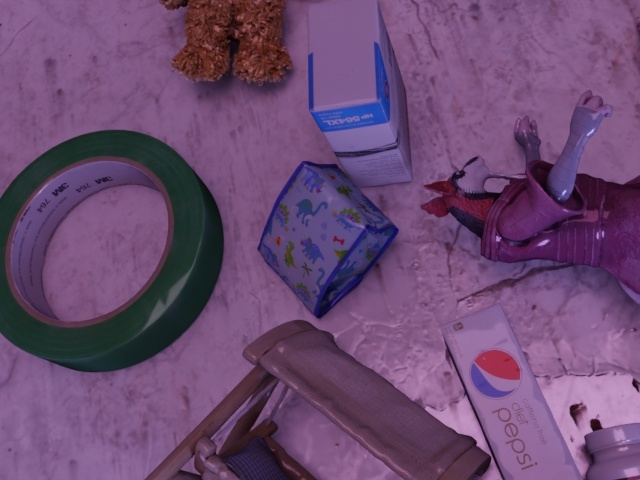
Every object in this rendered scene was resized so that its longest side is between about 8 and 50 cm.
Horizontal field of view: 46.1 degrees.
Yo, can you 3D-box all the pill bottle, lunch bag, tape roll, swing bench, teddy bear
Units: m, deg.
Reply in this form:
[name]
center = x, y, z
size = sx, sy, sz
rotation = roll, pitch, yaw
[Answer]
[pill bottle]
center = 0.313, 0.262, 0.739
size = 0.086, 0.086, 0.152
rotation = -13, 66, 9
[lunch bag]
center = 0.000, 0.000, 0.923
size = 0.129, 0.096, 0.151
rotation = 48, 115, 26
[tape roll]
center = -0.292, 0.010, 1.002
size = 0.321, 0.077, 0.322
rotation = -5, 68, 13
[swing bench]
center = 0.002, 0.243, 0.784
size = 0.253, 0.165, 0.255
rotation = 33, 79, 24
[teddy bear]
center = -0.119, -0.373, 1.094
size = 0.245, 0.113, 0.338
rotation = 16, 73, 17

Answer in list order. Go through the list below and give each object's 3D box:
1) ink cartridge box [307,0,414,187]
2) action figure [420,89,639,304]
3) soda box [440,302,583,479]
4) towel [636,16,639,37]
[ink cartridge box]
center = 0.052, -0.173, 0.918
size = 0.085, 0.203, 0.148
rotation = -7, 67, 14
[action figure]
center = 0.293, -0.014, 0.827
size = 0.369, 0.248, 0.276
rotation = 2, 94, 16
[soda box]
center = 0.204, 0.182, 0.809
size = 0.073, 0.069, 0.216
rotation = -22, 66, 4
[towel]
center = 0.472, -0.203, 0.921
size = 0.144, 0.029, 0.197
rotation = -3, 66, 14
